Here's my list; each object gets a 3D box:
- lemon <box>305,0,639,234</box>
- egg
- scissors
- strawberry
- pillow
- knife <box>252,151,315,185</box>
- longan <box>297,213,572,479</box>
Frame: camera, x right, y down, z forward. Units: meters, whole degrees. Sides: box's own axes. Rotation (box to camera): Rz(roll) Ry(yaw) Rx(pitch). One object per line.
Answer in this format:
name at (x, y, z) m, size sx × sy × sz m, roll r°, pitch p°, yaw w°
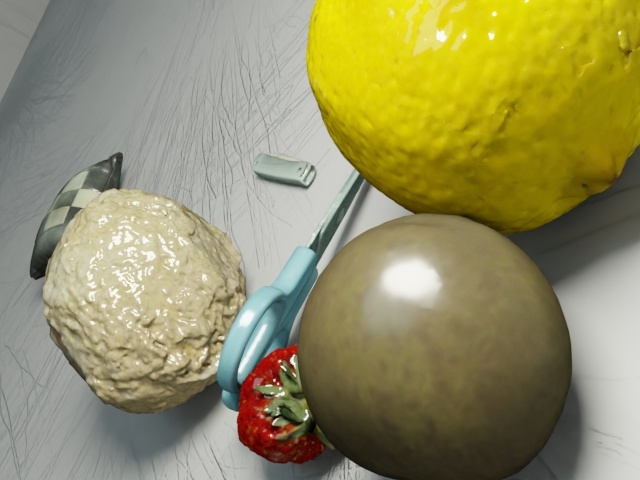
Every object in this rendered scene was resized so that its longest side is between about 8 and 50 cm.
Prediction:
lemon at (0.148, -0.168, 0.826) m, size 0.336 × 0.336 × 0.336 m, roll -34°, pitch 39°, yaw 32°
egg at (-0.232, 0.075, 1.179) m, size 0.279 × 0.279 × 0.310 m, roll -40°, pitch 63°, yaw 25°
scissors at (0.000, 0.000, 1.080) m, size 0.029 × 0.192 × 0.447 m, roll 24°, pitch 65°, yaw 14°
strawberry at (-0.030, 0.179, 0.952) m, size 0.148 × 0.131 × 0.131 m, roll 114°, pitch 170°, yaw -61°
pillow at (-0.474, -0.048, 1.747) m, size 0.186 × 0.106 × 0.250 m, roll -22°, pitch 41°, yaw 41°
knife at (-0.054, -0.108, 1.312) m, size 0.044 × 0.023 × 0.162 m, roll -58°, pitch 31°, yaw -9°
longan at (0.091, 0.102, 0.756) m, size 0.248 × 0.248 × 0.248 m, roll -34°, pitch 39°, yaw 32°
